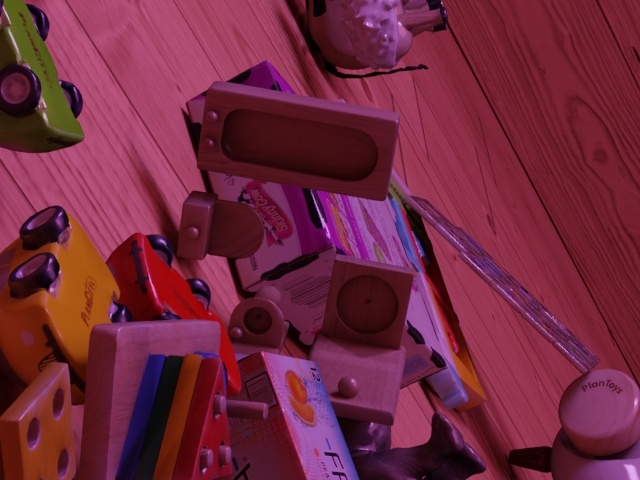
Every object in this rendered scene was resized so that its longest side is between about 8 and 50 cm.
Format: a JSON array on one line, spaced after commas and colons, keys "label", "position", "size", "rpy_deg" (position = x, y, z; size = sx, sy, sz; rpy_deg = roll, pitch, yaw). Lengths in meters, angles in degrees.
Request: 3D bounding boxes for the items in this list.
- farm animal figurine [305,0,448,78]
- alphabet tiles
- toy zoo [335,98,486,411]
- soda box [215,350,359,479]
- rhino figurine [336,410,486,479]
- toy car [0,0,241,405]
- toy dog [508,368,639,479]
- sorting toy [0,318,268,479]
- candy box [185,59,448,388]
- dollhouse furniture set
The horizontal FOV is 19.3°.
[{"label": "farm animal figurine", "position": [0.015, -0.315, 1.874], "size": [0.330, 0.172, 0.326], "rpy_deg": [-9, 86, -86]}, {"label": "alphabet tiles", "position": [0.175, 0.040, 1.810], "size": [0.237, 0.009, 0.198], "rpy_deg": [44, 8, 10]}, {"label": "toy zoo", "position": [0.080, 0.032, 1.717], "size": [0.192, 0.030, 0.293], "rpy_deg": [49, 19, -53]}, {"label": "soda box", "position": [-0.009, 0.151, 0.974], "size": [0.063, 0.058, 0.183], "rpy_deg": [18, 47, -59]}, {"label": "rhino figurine", "position": [0.044, 0.149, 1.064], "size": [0.073, 0.106, 0.243], "rpy_deg": [50, -3, -36]}, {"label": "toy car", "position": [-0.126, -0.023, 0.858], "size": [0.225, 0.053, 0.239], "rpy_deg": [66, 11, 9]}, {"label": "toy dog", "position": [0.253, 0.280, 1.784], "size": [0.220, 0.161, 0.333], "rpy_deg": [62, 26, -25]}, {"label": "sorting toy", "position": [-0.058, 0.100, 0.769], "size": [0.274, 0.046, 0.132], "rpy_deg": [7, 88, -75]}, {"label": "candy box", "position": [0.000, 0.000, 1.325], "size": [0.233, 0.071, 0.159], "rpy_deg": [46, 22, -56]}, {"label": "dollhouse furniture set", "position": [-0.012, 0.004, 1.082], "size": [0.123, 0.144, 0.151], "rpy_deg": [-69, 169, -74]}]
